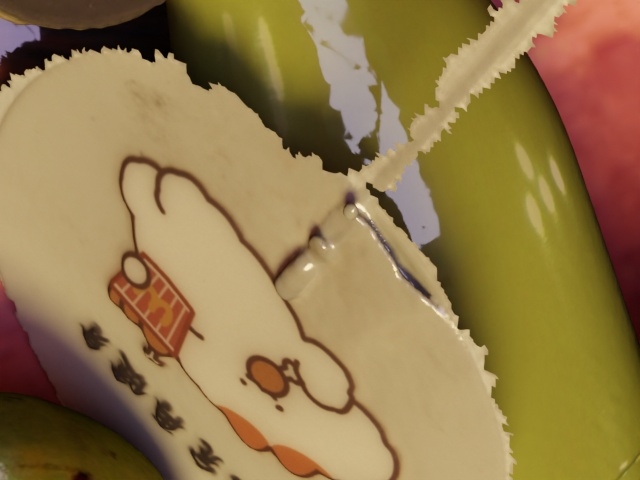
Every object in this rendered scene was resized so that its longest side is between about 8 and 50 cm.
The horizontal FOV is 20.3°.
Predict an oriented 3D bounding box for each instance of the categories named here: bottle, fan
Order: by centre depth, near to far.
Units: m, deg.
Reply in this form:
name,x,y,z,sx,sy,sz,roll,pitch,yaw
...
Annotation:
name,x,y,z,sx,sy,sz,roll,pitch,yaw
fan,-0.001,0.000,0.445,0.191,0.329,0.009,48,52,3
bottle,0.021,-0.007,0.517,0.112,0.112,0.260,-23,112,-4

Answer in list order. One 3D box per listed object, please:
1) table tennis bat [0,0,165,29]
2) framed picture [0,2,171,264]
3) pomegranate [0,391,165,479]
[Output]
name,x,y,z,sx,sy,sz,roll,pitch,yaw
table tennis bat,-0.056,-0.162,0.354,0.138,0.022,0.247,-39,129,-42
framed picture,-0.099,-0.130,0.522,0.273,0.016,0.216,39,94,-17
pomegranate,-0.097,0.109,0.525,0.130,0.130,0.130,-3,104,-10
